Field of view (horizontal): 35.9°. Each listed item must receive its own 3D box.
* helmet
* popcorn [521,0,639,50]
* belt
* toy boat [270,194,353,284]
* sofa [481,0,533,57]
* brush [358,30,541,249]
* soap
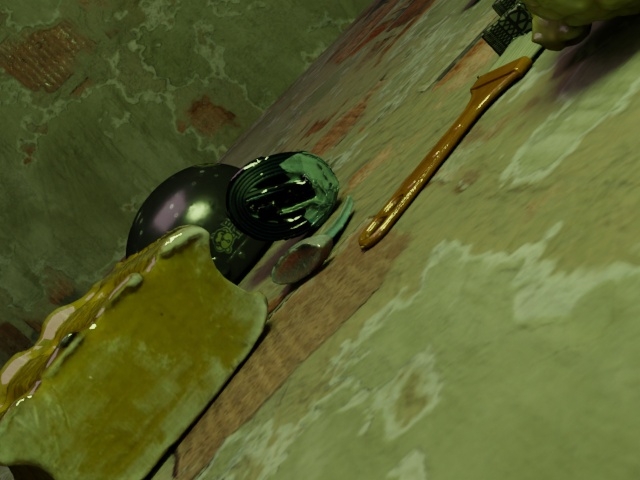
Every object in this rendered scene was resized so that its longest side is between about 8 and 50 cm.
[{"bbox_3d":[-0.183,-0.003,1.371,0.230,0.160,0.279,-27,20,53],"label":"helmet"},{"bbox_3d":[0.225,-0.280,0.801,0.251,0.205,0.237,107,168,-51],"label":"popcorn"},{"bbox_3d":[-0.046,-0.052,1.167,0.140,0.105,0.058,-21,4,-9],"label":"belt"},{"bbox_3d":[0.000,0.000,1.051,0.096,0.034,0.122,-36,6,39],"label":"toy boat"},{"bbox_3d":[0.219,-0.253,1.110,0.060,0.039,0.118,-39,13,33],"label":"sofa"},{"bbox_3d":[0.132,-0.106,0.970,0.314,0.017,0.090,-51,12,-20],"label":"brush"},{"bbox_3d":[-0.232,0.143,1.043,0.293,0.156,0.335,-48,11,-26],"label":"soap"}]
